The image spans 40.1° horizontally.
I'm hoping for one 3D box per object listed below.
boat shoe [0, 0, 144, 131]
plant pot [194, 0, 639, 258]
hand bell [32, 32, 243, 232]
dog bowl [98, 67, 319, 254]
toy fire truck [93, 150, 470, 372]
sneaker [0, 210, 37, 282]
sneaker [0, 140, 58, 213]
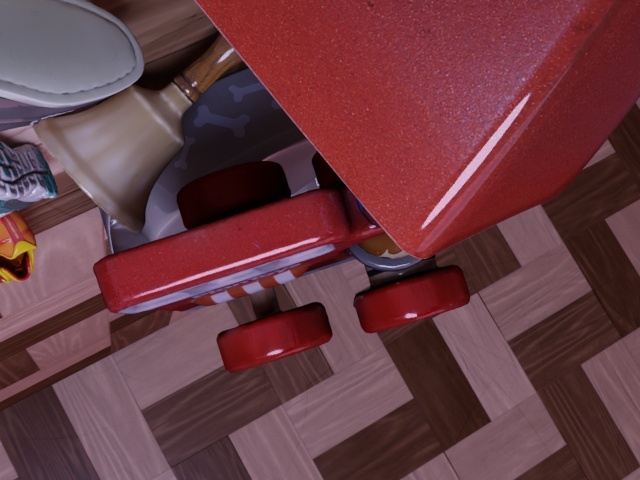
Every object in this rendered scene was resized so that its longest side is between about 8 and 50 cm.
[{"bbox_3d":[-0.215,-0.099,0.519,0.228,0.081,0.069,-13,167,-42],"label":"boat shoe"},{"bbox_3d":[0.107,-0.185,0.559,0.236,0.267,0.267,-47,164,32],"label":"plant pot"},{"bbox_3d":[-0.104,-0.133,0.727,0.242,0.126,0.126,-42,173,0],"label":"hand bell"},{"bbox_3d":[-0.096,-0.083,0.995,0.349,0.102,0.349,-28,172,-4],"label":"dog bowl"},{"bbox_3d":[0.000,0.000,0.694,0.302,0.169,0.254,-16,176,3],"label":"toy fire truck"},{"bbox_3d":[-0.336,0.022,0.923,0.064,0.067,0.175,-28,175,-26],"label":"sneaker"},{"bbox_3d":[-0.277,-0.045,0.711,0.076,0.065,0.166,-26,172,4],"label":"sneaker"}]
